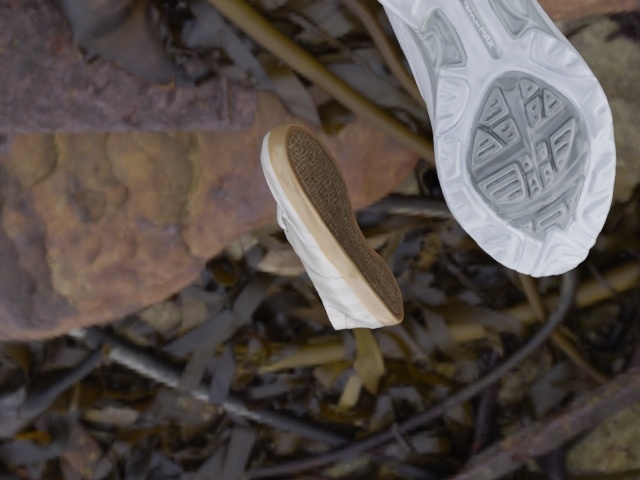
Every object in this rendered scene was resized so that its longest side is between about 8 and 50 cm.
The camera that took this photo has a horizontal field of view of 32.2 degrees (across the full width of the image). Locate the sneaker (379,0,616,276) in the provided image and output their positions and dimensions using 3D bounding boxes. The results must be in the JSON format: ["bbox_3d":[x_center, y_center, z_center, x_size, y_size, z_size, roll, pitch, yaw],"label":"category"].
[{"bbox_3d":[0.087,-0.095,0.578,0.090,0.115,0.232,-20,100,11],"label":"sneaker"}]

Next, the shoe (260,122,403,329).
[{"bbox_3d":[0.000,0.000,0.844,0.058,0.076,0.219,-13,135,20],"label":"shoe"}]
